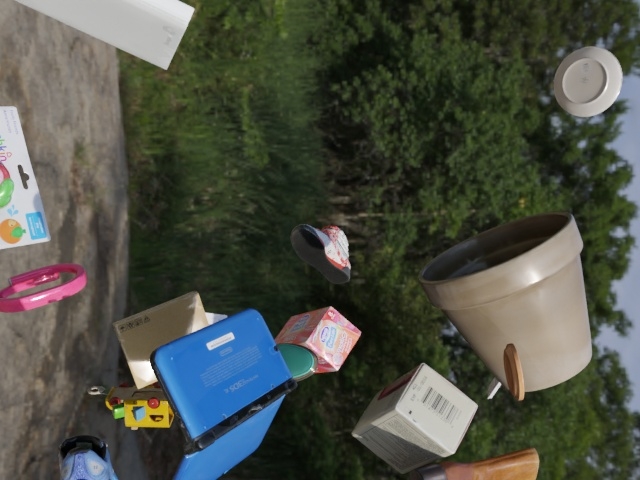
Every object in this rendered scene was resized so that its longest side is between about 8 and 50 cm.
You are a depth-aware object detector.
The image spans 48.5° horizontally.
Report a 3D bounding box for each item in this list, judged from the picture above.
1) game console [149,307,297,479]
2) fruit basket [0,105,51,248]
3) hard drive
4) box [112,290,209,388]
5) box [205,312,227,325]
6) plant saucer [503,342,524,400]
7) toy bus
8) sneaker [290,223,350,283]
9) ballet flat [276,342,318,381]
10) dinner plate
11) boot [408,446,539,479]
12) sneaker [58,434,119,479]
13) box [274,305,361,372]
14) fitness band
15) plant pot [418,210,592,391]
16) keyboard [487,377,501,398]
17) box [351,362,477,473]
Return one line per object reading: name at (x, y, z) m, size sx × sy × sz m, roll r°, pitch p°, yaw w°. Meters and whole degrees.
game console at (-0.192, 0.289, 1.248) m, size 0.293 × 0.173 × 0.250 m, roll -18°, pitch 80°, yaw -60°
fruit basket at (-0.762, -0.130, 1.496) m, size 0.166 × 0.353 × 0.326 m, roll -16°, pitch -92°, yaw 45°
hard drive at (-0.366, -0.381, 1.116) m, size 0.203 × 0.308 × 0.040 m, roll -18°, pitch -129°, yaw 68°
box at (-0.350, 0.227, 1.624) m, size 0.021 × 0.201 × 0.164 m, roll 15°, pitch -56°, yaw 64°
box at (-0.378, 0.260, 2.021) m, size 0.103 × 0.203 × 0.114 m, roll -18°, pitch -114°, yaw 52°
plant saucer at (0.284, 0.194, 1.049) m, size 0.083 × 0.013 × 0.083 m, roll -8°, pitch 90°, yaw -86°
toy bus at (-0.483, 0.443, 1.875) m, size 0.202 × 0.191 × 0.104 m, roll 14°, pitch -72°, yaw 44°
sneaker at (-0.001, 0.001, 2.042) m, size 0.270 × 0.090 × 0.144 m, roll 47°, pitch 32°, yaw -41°
ballet flat at (-0.120, 0.294, 1.669) m, size 0.096 × 0.281 × 0.095 m, roll 47°, pitch 45°, yaw -54°
dinner plate at (0.539, -0.323, 1.444) m, size 0.017 × 0.141 × 0.141 m, roll -4°, pitch 94°, yaw -49°
boot at (0.292, 0.537, 1.460) m, size 0.096 × 0.281 × 0.264 m, roll -132°, pitch -134°, yaw -55°
sneaker at (-0.489, 0.491, 1.522) m, size 0.330 × 0.130 × 0.147 m, roll 130°, pitch -46°, yaw -67°
box at (-0.024, 0.327, 2.296) m, size 0.154 × 0.142 × 0.300 m, roll -53°, pitch -166°, yaw -26°
fitness band at (-0.899, 0.148, 2.276) m, size 0.209 × 0.291 × 0.054 m, roll 26°, pitch -50°, yaw 55°
plant pot at (0.395, 0.132, 1.417) m, size 0.323 × 0.323 × 0.280 m, roll -106°, pitch 172°, yaw -82°
keyboard at (0.564, 0.363, 2.120) m, size 0.256 × 0.014 × 0.072 m, roll -64°, pitch -179°, yaw 25°
box at (0.192, 0.376, 1.487) m, size 0.126 × 0.149 × 0.232 m, roll -52°, pitch 180°, yaw -34°
